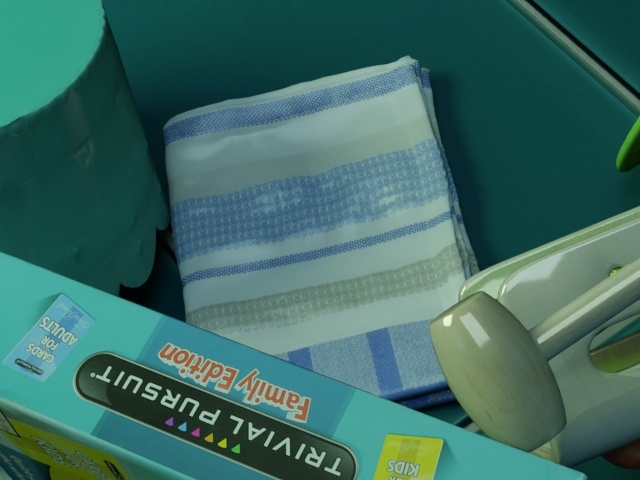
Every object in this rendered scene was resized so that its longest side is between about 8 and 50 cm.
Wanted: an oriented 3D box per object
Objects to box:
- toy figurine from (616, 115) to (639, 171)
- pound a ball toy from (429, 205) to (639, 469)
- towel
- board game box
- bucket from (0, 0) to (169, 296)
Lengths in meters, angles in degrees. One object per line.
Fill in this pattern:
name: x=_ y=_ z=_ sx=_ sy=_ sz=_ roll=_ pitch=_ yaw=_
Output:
toy figurine: x=0.295 y=-0.059 z=0.931 sx=0.159 sy=0.173 sz=0.130 roll=39 pitch=82 yaw=16
pound a ball toy: x=0.211 y=0.041 z=0.760 sx=0.319 sy=0.208 sz=0.135 roll=-22 pitch=89 yaw=-6
towel: x=0.000 y=0.000 z=1.009 sx=0.209 sy=0.034 sz=0.285 roll=-13 pitch=55 yaw=3
board game box: x=-0.026 y=0.147 z=0.780 sx=0.336 sy=0.253 sz=0.079 roll=19 pitch=64 yaw=22
bucket: x=-0.248 y=-0.061 z=0.971 sx=0.281 sy=0.183 sz=0.281 roll=-3 pitch=42 yaw=3
